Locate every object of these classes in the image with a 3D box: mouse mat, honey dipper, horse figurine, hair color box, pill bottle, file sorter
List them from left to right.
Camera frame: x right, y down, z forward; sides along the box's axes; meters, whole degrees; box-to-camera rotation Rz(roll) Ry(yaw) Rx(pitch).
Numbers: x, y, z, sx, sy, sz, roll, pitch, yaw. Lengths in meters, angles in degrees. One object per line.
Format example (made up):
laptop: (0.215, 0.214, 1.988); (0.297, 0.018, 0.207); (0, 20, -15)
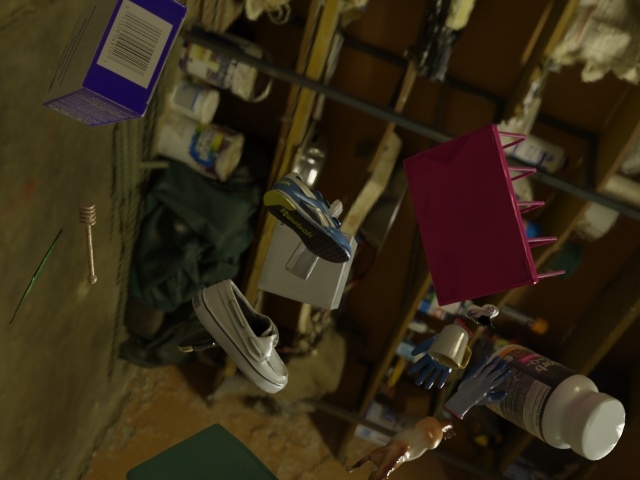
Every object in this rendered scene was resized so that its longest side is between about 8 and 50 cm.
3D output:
mouse mat: (-0.586, 0.075, 1.538); (0.190, 0.007, 0.153); (-48, -160, 41)
honey dipper: (-0.426, 0.007, 1.369); (0.030, 0.030, 0.161); (-62, 160, -64)
hair color box: (-0.348, -0.296, 1.226); (0.338, 0.110, 0.185); (12, -101, 59)
horse figurine: (0.163, 0.399, 1.437); (0.263, 0.066, 0.174); (-22, 166, -26)
file sorter: (0.320, -0.045, 1.426); (0.182, 0.202, 0.291); (-4, 78, -49)
pill bottle: (0.484, 0.339, 1.576); (0.278, 0.162, 0.162); (24, -89, 55)

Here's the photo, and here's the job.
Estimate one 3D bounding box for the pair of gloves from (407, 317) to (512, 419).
pair of gloves: (0.281, 0.263, 1.493); (0.159, 0.198, 0.023); (-48, 179, 9)

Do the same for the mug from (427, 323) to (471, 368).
mug: (0.232, 0.187, 1.325); (0.064, 0.062, 0.078); (-59, 151, -19)

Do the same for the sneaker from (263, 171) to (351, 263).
sneaker: (-0.006, -0.029, 0.954); (0.053, 0.144, 0.059); (-20, -148, 44)

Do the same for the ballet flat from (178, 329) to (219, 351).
ballet flat: (-0.215, 0.212, 1.572); (0.057, 0.173, 0.049); (34, -52, 55)

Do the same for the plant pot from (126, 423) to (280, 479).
plant pot: (-0.093, 0.319, 0.746); (0.165, 0.234, 0.165); (-24, 155, -25)

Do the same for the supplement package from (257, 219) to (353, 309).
supplement package: (-0.028, 0.061, 1.965); (0.262, 0.199, 0.198); (40, 67, -83)

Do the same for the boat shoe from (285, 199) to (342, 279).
boat shoe: (0.000, 0.000, 1.566); (0.184, 0.063, 0.066); (-55, -175, -15)

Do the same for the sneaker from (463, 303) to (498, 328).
sneaker: (0.370, 0.173, 1.654); (0.069, 0.098, 0.038); (47, -51, 50)

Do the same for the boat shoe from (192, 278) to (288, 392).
boat shoe: (-0.120, 0.170, 1.335); (0.088, 0.268, 0.096); (-29, -151, 11)
